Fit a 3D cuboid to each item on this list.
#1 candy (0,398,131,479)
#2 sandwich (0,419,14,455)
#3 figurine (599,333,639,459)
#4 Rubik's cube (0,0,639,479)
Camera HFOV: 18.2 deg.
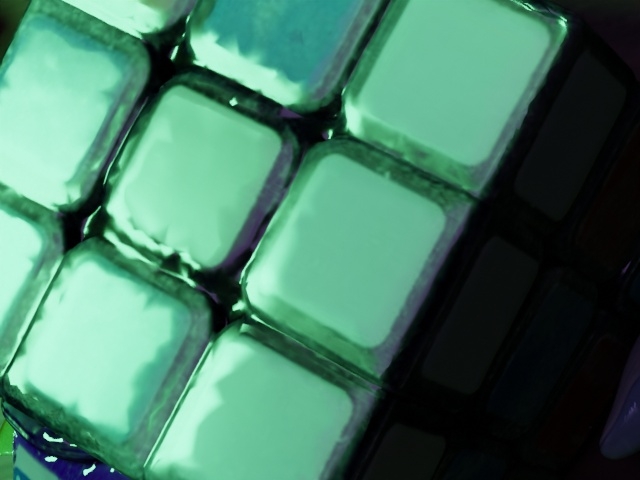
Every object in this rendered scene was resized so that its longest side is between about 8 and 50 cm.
[{"bbox_3d":[-0.164,0.232,1.393,0.145,0.070,0.275,26,129,36],"label":"candy"},{"bbox_3d":[-0.193,0.108,1.493,0.074,0.074,0.116,-2,77,26],"label":"sandwich"},{"bbox_3d":[0.273,0.102,1.235,0.208,0.128,0.183,-15,74,18],"label":"figurine"},{"bbox_3d":[0.000,0.000,1.263,0.363,0.359,0.362,32,91,30],"label":"Rubik's cube"}]
